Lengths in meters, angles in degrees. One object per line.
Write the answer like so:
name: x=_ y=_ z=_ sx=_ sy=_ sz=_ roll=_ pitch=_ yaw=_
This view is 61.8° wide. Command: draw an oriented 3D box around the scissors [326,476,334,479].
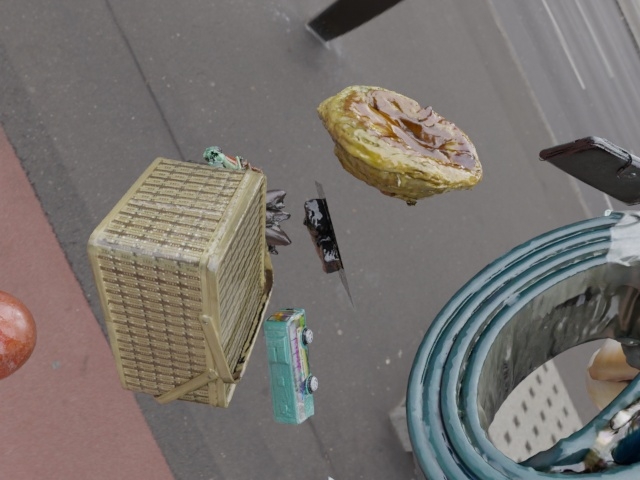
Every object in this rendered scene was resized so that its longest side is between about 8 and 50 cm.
scissors: x=0.142 y=0.815 z=1.627 sx=0.360 sy=0.191 sz=0.029 roll=41 pitch=70 yaw=-19

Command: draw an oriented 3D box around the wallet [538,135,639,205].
wallet: x=0.708 y=-0.163 z=1.296 sx=0.318 sy=0.172 sz=0.045 roll=21 pitch=76 yaw=-20

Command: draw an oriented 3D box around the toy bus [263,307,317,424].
toy bus: x=-0.071 y=0.294 z=1.259 sx=0.109 sy=0.091 sz=0.261 roll=-16 pitch=100 yaw=-63

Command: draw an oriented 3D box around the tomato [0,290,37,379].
tomato: x=-0.743 y=0.212 z=1.179 sx=0.208 sy=0.184 sz=0.208 roll=1 pitch=75 yaw=-3

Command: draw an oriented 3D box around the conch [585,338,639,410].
conch: x=0.505 y=0.187 z=0.784 sx=0.158 sy=0.255 sz=0.127 roll=47 pitch=54 yaw=-15

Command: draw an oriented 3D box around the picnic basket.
picnic basket: x=-0.173 y=0.068 z=0.771 sx=0.176 sy=0.312 sz=0.228 roll=10 pitch=39 yaw=5

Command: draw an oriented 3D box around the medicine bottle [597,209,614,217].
medicine bottle: x=0.642 y=0.014 z=1.319 sx=0.074 sy=0.218 sz=0.073 roll=15 pitch=52 yaw=-20

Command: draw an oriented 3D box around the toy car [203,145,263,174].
toy car: x=-0.177 y=-0.144 z=1.108 sx=0.143 sy=0.054 sz=0.073 roll=29 pitch=34 yaw=-49

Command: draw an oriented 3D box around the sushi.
sushi: x=0.000 y=0.000 z=1.451 sx=0.339 sy=0.069 sz=0.319 roll=-113 pitch=-172 yaw=-79

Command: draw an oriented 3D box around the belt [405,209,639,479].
belt: x=0.281 y=0.138 z=0.519 sx=0.437 sy=0.300 sz=0.173 roll=-29 pitch=134 yaw=-20

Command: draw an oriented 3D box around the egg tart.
egg tart: x=0.150 y=-0.180 z=1.087 sx=0.352 sy=0.153 sz=0.339 roll=16 pitch=34 yaw=-5

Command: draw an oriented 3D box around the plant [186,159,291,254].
plant: x=-0.220 y=-0.067 z=1.343 sx=0.321 sy=0.182 sz=0.194 roll=20 pitch=58 yaw=-29
